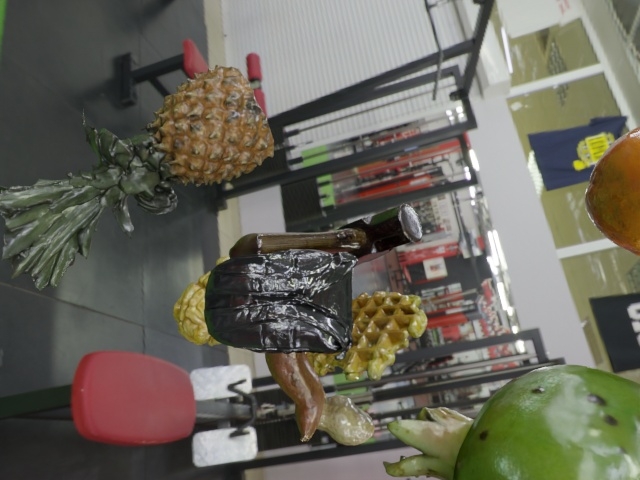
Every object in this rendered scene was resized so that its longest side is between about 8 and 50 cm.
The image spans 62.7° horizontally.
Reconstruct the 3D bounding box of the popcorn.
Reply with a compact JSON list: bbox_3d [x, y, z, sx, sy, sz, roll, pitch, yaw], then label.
[{"bbox_3d":[-0.193,0.126,1.063,0.194,0.163,0.140,-29,74,-37],"label":"popcorn"}]

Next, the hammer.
[{"bbox_3d":[0.000,0.000,1.022,0.408,0.242,0.095,-1,72,-49],"label":"hammer"}]

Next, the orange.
[{"bbox_3d":[0.635,-0.090,0.963,0.261,0.261,0.261,-14,90,-78],"label":"orange"}]

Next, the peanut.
[{"bbox_3d":[0.023,0.408,1.249,0.227,0.104,0.086,29,11,-5],"label":"peanut"}]

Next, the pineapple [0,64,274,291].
[{"bbox_3d":[-0.184,-0.066,0.522,0.119,0.277,0.130,59,-12,5],"label":"pineapple"}]

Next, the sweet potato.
[{"bbox_3d":[-0.038,0.154,0.675,0.055,0.058,0.202,-25,101,-66],"label":"sweet potato"}]

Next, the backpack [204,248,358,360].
[{"bbox_3d":[-0.044,0.068,0.593,0.106,0.165,0.120,87,8,-79],"label":"backpack"}]

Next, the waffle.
[{"bbox_3d":[0.063,0.186,1.033,0.300,0.281,0.058,-1,-59,59],"label":"waffle"}]

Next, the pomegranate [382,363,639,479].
[{"bbox_3d":[0.226,0.255,0.533,0.260,0.340,0.261,-3,93,-56],"label":"pomegranate"}]
